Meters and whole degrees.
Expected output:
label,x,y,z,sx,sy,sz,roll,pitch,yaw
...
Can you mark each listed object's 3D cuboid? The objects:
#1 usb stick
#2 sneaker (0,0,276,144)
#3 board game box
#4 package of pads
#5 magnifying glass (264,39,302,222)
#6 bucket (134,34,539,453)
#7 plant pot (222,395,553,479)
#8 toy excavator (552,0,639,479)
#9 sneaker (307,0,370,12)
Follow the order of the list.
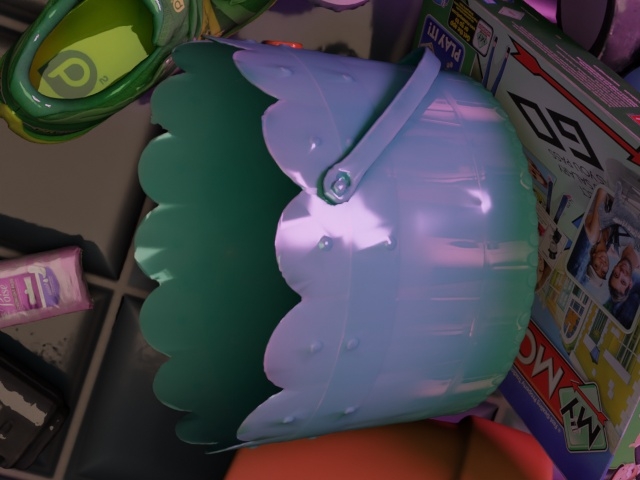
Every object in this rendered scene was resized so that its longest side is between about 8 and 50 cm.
label,x,y,z,sx,sy,sz,roll,pitch,yaw
usb stick,-0.316,0.072,0.842,0.278,0.045,0.077,38,91,-14
sneaker,-0.101,-0.172,0.794,0.295,0.123,0.109,-45,104,-7
board game box,0.137,-0.017,0.737,0.046,0.317,0.213,-4,125,-25
package of pads,-0.217,0.035,0.860,0.083,0.032,0.050,-12,99,-8
magnifying glass,-0.038,-0.038,0.884,0.092,0.026,0.231,3,101,-11
bucket,0.000,0.000,0.749,0.183,0.281,0.281,-1,100,-25
plant pot,0.016,0.239,0.826,0.203,0.291,0.291,23,95,5
toy excavator,0.249,0.052,0.827,0.222,0.433,0.445,2,71,-10
sneaker,0.008,-0.321,0.745,0.112,0.131,0.319,-10,78,-25
